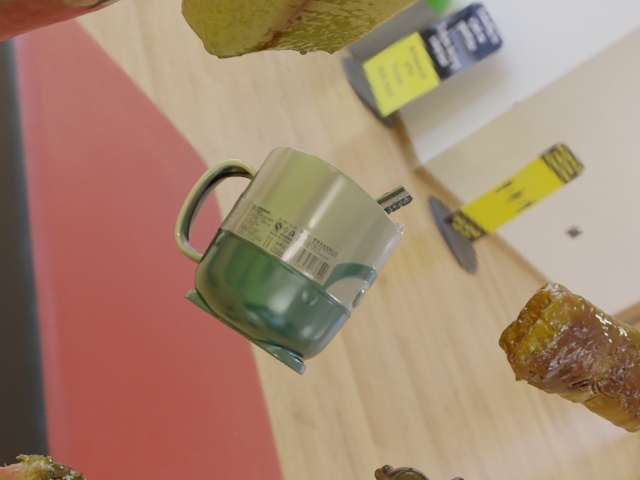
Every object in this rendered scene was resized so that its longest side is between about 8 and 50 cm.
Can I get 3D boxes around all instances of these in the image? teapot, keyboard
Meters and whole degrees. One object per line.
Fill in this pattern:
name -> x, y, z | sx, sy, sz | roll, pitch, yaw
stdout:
teapot -> 0.107, 0.271, 1.096 | 0.080, 0.110, 0.085 | 100, -31, -54
keyboard -> 0.000, 0.000, 1.532 | 0.018, 0.310, 0.101 | 60, 4, -12

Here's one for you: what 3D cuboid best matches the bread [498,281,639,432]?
bread -> 0.353, 0.159, 1.273 | 0.271, 0.139, 0.077 | 29, 14, -29

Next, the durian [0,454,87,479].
durian -> -0.310, 0.280, 0.826 | 0.112, 0.341, 0.191 | -70, 145, -57

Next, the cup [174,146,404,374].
cup -> -0.061, 0.007, 1.365 | 0.290, 0.257, 0.219 | 31, -8, 18

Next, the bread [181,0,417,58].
bread -> 0.012, -0.325, 0.873 | 0.233, 0.362, 0.244 | 6, 73, -29

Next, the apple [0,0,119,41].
apple -> -0.179, -0.232, 0.484 | 0.269, 0.345, 0.344 | 37, 28, -45
